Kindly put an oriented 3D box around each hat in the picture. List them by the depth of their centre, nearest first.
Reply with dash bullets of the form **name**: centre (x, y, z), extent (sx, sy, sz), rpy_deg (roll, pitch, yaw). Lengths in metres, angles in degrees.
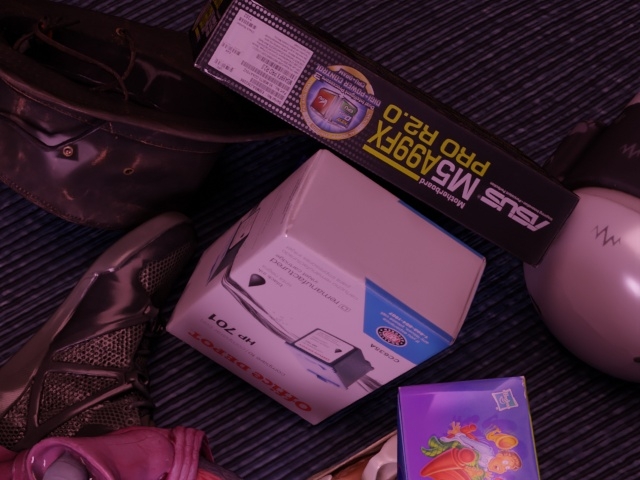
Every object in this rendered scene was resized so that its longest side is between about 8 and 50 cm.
- **hat**: centre (-0.164, -0.084, 1.243), extent (0.331, 0.331, 0.134), rpy_deg (23, 105, 14)

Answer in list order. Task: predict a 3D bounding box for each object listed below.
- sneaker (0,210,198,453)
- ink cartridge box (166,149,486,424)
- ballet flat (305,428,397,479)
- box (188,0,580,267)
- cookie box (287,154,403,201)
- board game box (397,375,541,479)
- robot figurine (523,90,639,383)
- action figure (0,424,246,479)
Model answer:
- **sneaker**: centre (-0.141, 0.089, 1.193), extent (0.130, 0.087, 0.227), rpy_deg (33, 71, 17)
- **ink cartridge box**: centre (0.000, 0.038, 1.127), extent (0.140, 0.191, 0.082), rpy_deg (33, 54, -13)
- **ballet flat**: centre (0.026, 0.172, 1.157), extent (0.168, 0.052, 0.057), rpy_deg (-34, 65, -15)
- **box**: centre (0.037, -0.092, 1.160), extent (0.270, 0.216, 0.060), rpy_deg (30, 98, -12)
- **cookie box**: centre (0.000, 0.000, 1.259), extent (0.092, 0.040, 0.107), rpy_deg (25, 66, 14)
- **board game box**: centre (0.101, 0.288, 0.974), extent (0.078, 0.233, 0.347), rpy_deg (-5, 61, 0)
- **robot figurine**: centre (0.271, -0.022, 1.190), extent (0.173, 0.209, 0.278), rpy_deg (46, 68, -9)
- **action figure**: centre (-0.181, 0.187, 1.081), extent (0.370, 0.248, 0.275), rpy_deg (-7, 47, -1)
